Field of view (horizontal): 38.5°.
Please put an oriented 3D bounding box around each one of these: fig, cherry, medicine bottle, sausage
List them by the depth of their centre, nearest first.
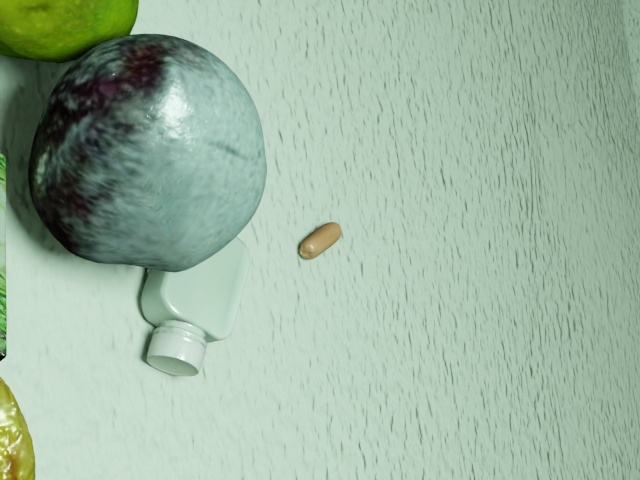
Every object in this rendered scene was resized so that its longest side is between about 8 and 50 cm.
[{"bbox_3d":[-0.308,-0.272,0.973,0.233,0.314,0.233,5,69,-13],"label":"fig"},{"bbox_3d":[-0.182,-0.085,0.990,0.255,0.296,0.218,1,45,-18],"label":"cherry"},{"bbox_3d":[-0.156,0.070,1.118,0.119,0.069,0.183,36,53,-37],"label":"medicine bottle"},{"bbox_3d":[0.000,0.000,1.338,0.083,0.034,0.034,-37,107,-47],"label":"sausage"}]

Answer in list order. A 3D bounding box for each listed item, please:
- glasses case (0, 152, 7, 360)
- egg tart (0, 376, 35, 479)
[{"bbox_3d":[-0.330,0.017,0.809,0.062,0.095,0.272,39,19,-40],"label":"glasses case"},{"bbox_3d":[-0.386,0.213,0.784,0.295,0.116,0.294,24,57,-45],"label":"egg tart"}]
